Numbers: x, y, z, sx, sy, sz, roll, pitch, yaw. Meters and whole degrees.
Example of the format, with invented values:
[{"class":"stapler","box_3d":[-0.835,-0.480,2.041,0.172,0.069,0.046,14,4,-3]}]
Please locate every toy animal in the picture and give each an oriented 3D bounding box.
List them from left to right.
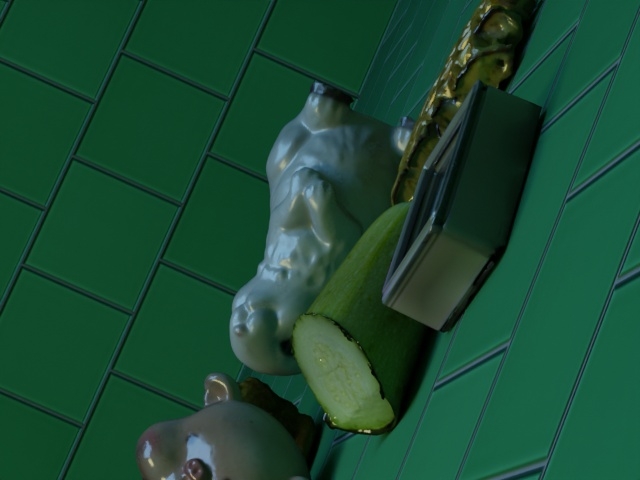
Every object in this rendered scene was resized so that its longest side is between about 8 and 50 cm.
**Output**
[{"class":"toy animal","box_3d":[-0.112,0.307,2.157,0.229,0.210,0.221,-37,-35,-13]},{"class":"toy animal","box_3d":[0.000,0.000,2.382,0.258,0.194,0.357,52,-121,-77]}]

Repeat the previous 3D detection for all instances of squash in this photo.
[{"class":"squash","box_3d":[0.062,0.034,1.902,0.287,0.137,0.137,-66,4,-27]}]

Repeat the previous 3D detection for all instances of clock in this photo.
[{"class":"clock","box_3d":[0.129,-0.031,1.787,0.147,0.071,0.192,120,172,-52]}]

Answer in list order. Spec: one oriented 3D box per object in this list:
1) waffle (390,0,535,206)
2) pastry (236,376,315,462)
[{"class":"waffle","box_3d":[0.155,-0.159,2.196,0.283,0.065,0.309,126,166,-72]},{"class":"pastry","box_3d":[-0.101,0.290,2.390,0.235,0.132,0.240,126,169,-64]}]
